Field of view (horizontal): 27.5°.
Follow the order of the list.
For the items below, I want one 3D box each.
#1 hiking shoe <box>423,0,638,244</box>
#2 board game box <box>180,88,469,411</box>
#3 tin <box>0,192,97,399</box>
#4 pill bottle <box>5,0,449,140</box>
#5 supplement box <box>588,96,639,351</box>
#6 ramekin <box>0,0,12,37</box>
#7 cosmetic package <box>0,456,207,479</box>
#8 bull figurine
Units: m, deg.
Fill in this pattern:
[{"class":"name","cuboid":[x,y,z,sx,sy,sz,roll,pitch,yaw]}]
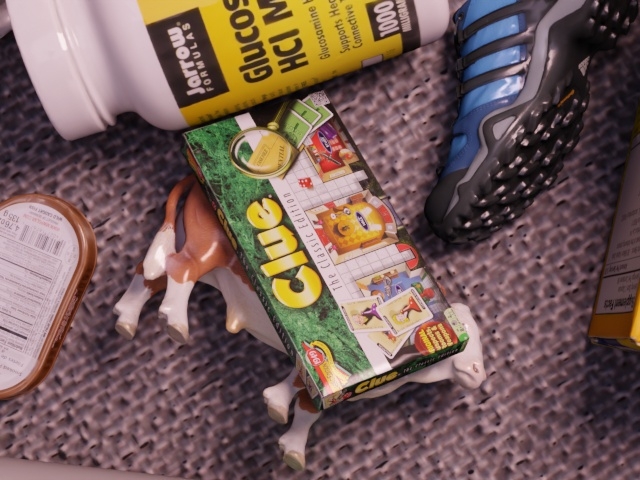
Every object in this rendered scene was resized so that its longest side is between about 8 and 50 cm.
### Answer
[{"class":"hiking shoe","cuboid":[0.163,-0.142,1.128,0.132,0.113,0.304,31,94,34]},{"class":"board game box","cuboid":[0.000,0.000,1.061,0.136,0.030,0.260,-22,66,-19]},{"class":"tin","cuboid":[-0.269,0.049,1.150,0.106,0.040,0.190,22,87,8]},{"class":"pill bottle","cuboid":[-0.077,-0.202,1.083,0.334,0.188,0.188,-20,85,1]},{"class":"supplement box","cuboid":[0.360,-0.069,1.054,0.195,0.194,0.357,13,87,3]},{"class":"ramekin","cuboid":[-0.295,-0.269,1.055,0.127,0.273,0.273,43,89,4]},{"class":"cosmetic package","cuboid":[-0.147,0.271,1.050,0.365,0.197,0.155,7,86,1]},{"class":"bull figurine","cuboid":[-0.017,0.065,1.094,0.310,0.101,0.188,34,58,11]}]
